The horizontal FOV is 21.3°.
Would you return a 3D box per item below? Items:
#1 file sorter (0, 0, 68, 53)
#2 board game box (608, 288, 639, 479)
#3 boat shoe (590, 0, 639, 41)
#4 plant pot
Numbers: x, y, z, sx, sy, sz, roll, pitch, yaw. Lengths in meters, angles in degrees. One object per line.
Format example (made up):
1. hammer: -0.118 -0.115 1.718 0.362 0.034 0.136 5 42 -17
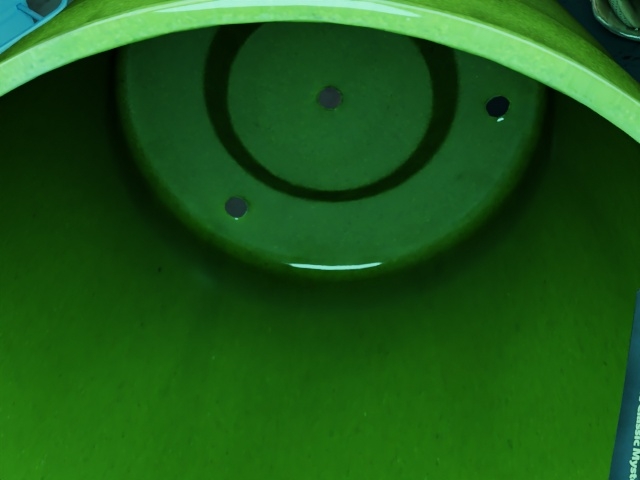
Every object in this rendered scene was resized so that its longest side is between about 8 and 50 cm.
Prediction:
1. file sorter: -0.232 -0.147 1.127 0.118 0.170 0.104 -37 47 -23
2. board game box: 0.193 0.118 0.562 0.042 0.243 0.165 2 81 58
3. boat shoe: 0.223 -0.193 1.040 0.130 0.132 0.355 -25 38 -10
4. plant pot: 0.000 0.000 0.756 0.366 0.366 0.353 -10 28 9
